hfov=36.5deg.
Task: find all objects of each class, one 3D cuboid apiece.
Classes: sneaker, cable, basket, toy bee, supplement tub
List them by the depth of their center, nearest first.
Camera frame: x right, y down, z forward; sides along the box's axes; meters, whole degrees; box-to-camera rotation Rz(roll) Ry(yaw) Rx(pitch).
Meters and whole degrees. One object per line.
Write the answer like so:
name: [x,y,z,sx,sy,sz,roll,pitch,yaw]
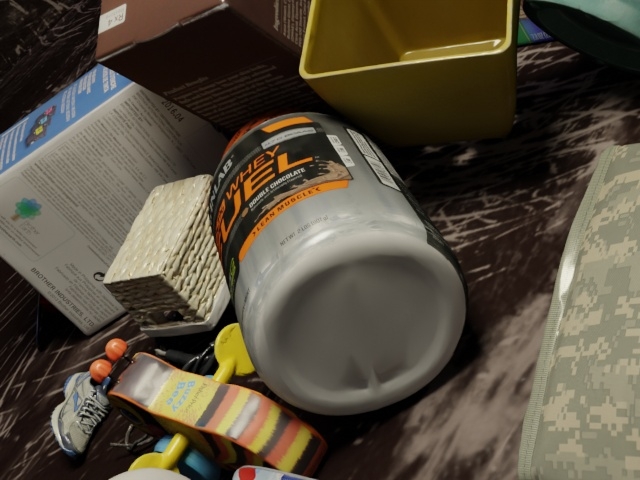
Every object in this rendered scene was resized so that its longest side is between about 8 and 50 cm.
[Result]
toy bee: [-0.147,0.172,0.948,0.298,0.162,0.195,-18,38,29]
supplement tub: [0.000,0.000,0.980,0.207,0.207,0.338,-35,31,5]
cable: [-0.121,0.096,1.127,0.185,0.047,0.150,-26,31,16]
basket: [-0.162,0.016,1.134,0.113,0.103,0.167,-10,43,37]
sneaker: [-0.278,0.198,1.151,0.058,0.052,0.135,-25,33,13]

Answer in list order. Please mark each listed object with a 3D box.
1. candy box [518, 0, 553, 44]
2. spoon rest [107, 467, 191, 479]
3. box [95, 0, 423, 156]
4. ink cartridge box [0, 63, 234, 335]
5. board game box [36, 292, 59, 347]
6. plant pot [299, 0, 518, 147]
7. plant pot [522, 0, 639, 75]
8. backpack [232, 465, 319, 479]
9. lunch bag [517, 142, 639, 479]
candy box: [0.159,-0.394,1.233,0.268,0.317,0.122,0,47,46]
spoon rest: [-0.188,0.326,0.833,0.276,0.137,0.084,-61,24,-14]
box: [-0.052,-0.213,1.135,0.191,0.381,0.143,-13,68,34]
ink cartridge box: [-0.232,-0.090,1.272,0.395,0.270,0.151,-32,35,10]
board game box: [-0.385,0.070,1.397,0.033,0.133,0.168,4,31,-14]
plant pot: [0.122,-0.215,1.047,0.212,0.187,0.212,-4,60,22]
plant pot: [0.328,-0.288,0.997,0.196,0.293,0.293,-63,32,4]
backpack: [0.015,0.276,0.577,0.263,0.276,0.213,13,57,36]
lunch bag: [0.277,0.070,0.628,0.235,0.169,0.287,-7,45,49]
